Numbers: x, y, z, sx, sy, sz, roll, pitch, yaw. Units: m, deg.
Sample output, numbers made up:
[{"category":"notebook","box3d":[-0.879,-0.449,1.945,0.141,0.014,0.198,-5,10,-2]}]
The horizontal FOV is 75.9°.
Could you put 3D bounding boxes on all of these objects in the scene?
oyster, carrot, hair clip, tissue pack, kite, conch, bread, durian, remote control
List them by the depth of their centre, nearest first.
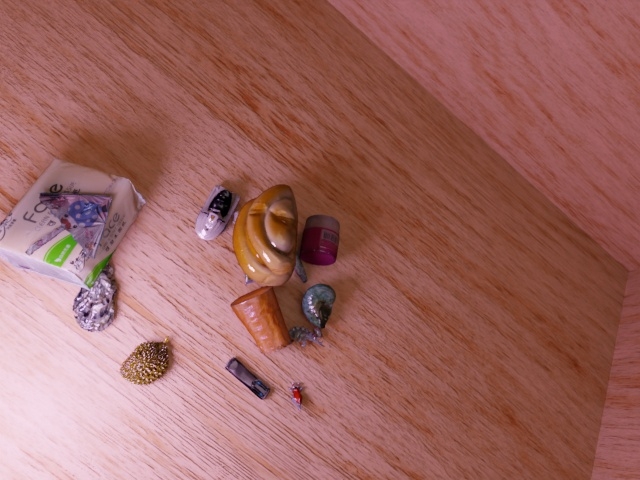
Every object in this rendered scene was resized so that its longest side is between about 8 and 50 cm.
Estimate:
[{"category":"kite","box3d":[-0.842,-0.060,1.380,0.335,0.011,0.314,42,65,14]},{"category":"tissue pack","box3d":[-0.907,-0.067,1.498,0.332,0.205,0.404,16,60,6]},{"category":"durian","box3d":[-0.628,0.439,1.520,0.146,0.102,0.208,38,55,1]},{"category":"oyster","box3d":[-0.828,0.205,1.536,0.199,0.087,0.252,30,65,1]},{"category":"remote control","box3d":[-0.294,0.558,1.661,0.212,0.028,0.059,42,60,-4]},{"category":"carrot","box3d":[-0.238,0.335,1.714,0.196,0.196,0.254,-26,93,-30]},{"category":"bread","box3d":[-0.189,-0.019,1.759,0.329,0.245,0.423,30,48,-37]},{"category":"conch","box3d":[-0.004,0.282,1.852,0.175,0.122,0.188,52,59,-22]},{"category":"hair clip","box3d":[-0.121,0.094,1.922,0.066,0.036,0.229,-26,82,-24]}]

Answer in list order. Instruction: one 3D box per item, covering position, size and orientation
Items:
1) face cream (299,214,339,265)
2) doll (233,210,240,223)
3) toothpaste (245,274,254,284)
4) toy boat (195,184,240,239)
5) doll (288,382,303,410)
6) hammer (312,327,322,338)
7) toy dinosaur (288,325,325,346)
[{"category":"face cream","box3d":[0.000,0.000,1.933,0.175,0.175,0.194,18,63,-17]},{"category":"doll","box3d":[-0.327,-0.103,1.892,0.163,0.062,0.106,-17,94,-32]},{"category":"toothpaste","box3d":[-0.325,0.071,1.836,0.078,0.047,0.247,-11,77,-23]},{"category":"toy boat","box3d":[-0.453,-0.130,1.811,0.141,0.141,0.269,28,47,-12]},{"category":"doll","box3d":[-0.099,0.649,1.707,0.057,0.039,0.114,31,39,-48]},{"category":"hammer","box3d":[-0.033,0.424,1.836,0.083,0.031,0.052,-18,74,-18]},{"category":"toy dinosaur","box3d":[-0.074,0.421,1.796,0.209,0.039,0.082,21,59,-3]}]
